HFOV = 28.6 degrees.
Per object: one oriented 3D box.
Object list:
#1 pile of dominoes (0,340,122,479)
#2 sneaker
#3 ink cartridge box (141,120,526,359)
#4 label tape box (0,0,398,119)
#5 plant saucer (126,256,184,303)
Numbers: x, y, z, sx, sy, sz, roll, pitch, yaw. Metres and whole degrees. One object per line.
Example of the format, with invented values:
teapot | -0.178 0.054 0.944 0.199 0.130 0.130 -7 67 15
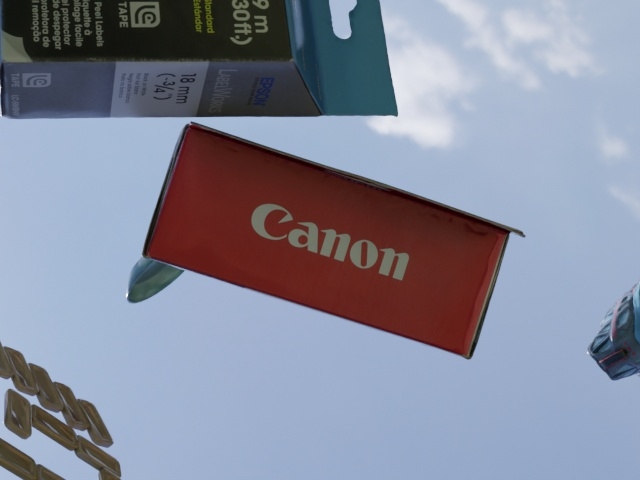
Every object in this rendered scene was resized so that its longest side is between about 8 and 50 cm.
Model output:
pile of dominoes | -0.290 0.172 1.182 0.251 0.040 0.196 42 -168 -30
sneaker | 0.345 0.083 1.339 0.104 0.125 0.262 54 -157 12
ink cartridge box | 0.000 0.000 1.158 0.310 0.130 0.272 18 179 -6
label tape box | -0.098 -0.228 1.040 0.334 0.106 0.240 -2 -112 -14
plant saucer | -0.192 0.028 1.515 0.021 0.119 0.119 48 -150 12
